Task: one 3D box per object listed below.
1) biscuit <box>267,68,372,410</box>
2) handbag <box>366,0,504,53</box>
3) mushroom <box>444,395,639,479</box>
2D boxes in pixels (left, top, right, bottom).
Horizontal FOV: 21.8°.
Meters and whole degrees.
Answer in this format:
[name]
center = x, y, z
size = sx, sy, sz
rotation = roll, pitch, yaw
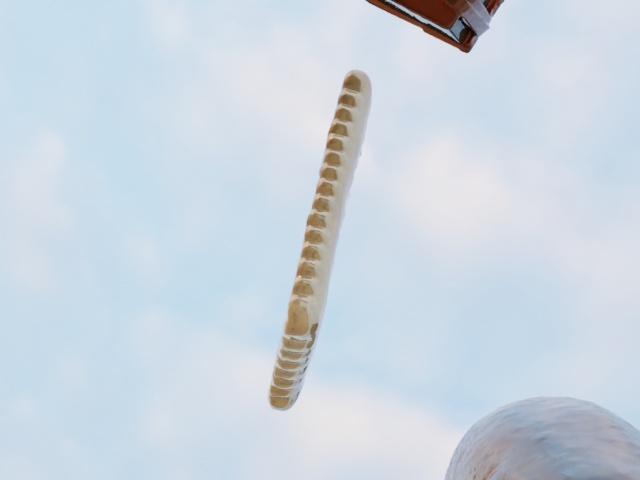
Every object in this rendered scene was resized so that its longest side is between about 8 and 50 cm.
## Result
[biscuit]
center = 0.001, 0.000, 1.331
size = 0.030, 0.250, 0.160
rotation = 13, -34, 0
[handbag]
center = 0.067, -0.233, 1.228
size = 0.190, 0.063, 0.127
rotation = 34, -92, 30
[mushroom]
center = 0.236, 0.232, 1.459
size = 0.397, 0.224, 0.314
rotation = 76, -5, -56
